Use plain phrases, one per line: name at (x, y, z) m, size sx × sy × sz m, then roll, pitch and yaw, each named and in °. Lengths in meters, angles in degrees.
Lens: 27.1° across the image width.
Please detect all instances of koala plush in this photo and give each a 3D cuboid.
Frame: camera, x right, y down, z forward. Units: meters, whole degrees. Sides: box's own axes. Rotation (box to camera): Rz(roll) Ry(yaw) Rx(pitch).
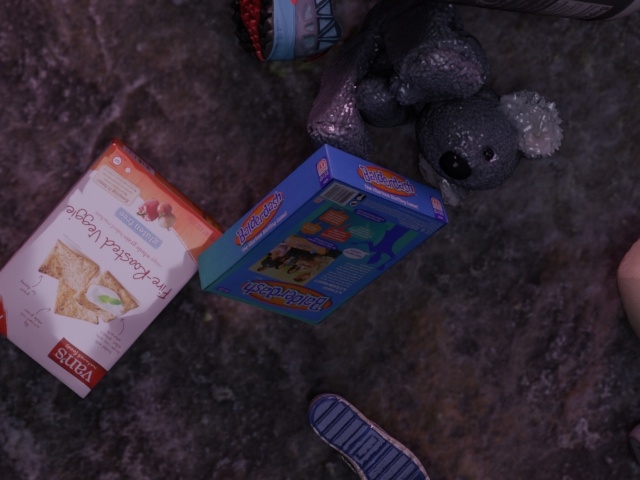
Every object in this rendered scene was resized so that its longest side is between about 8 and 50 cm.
koala plush at (0.130, -0.136, 1.368) m, size 0.221 × 0.203 × 0.196 m, roll 40°, pitch 126°, yaw -23°

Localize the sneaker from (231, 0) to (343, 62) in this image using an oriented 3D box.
sneaker at (-0.024, -0.314, 1.365) m, size 0.125 × 0.104 × 0.262 m, roll -1°, pitch 97°, yaw -33°

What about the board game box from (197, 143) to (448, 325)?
board game box at (0.000, 0.000, 1.354) m, size 0.160 × 0.047 × 0.210 m, roll 20°, pitch 134°, yaw -38°

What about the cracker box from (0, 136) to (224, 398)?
cracker box at (-0.234, 0.029, 1.403) m, size 0.156 × 0.067 × 0.232 m, roll 40°, pitch 94°, yaw -12°

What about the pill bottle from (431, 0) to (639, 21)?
pill bottle at (0.220, -0.318, 1.267) m, size 0.361 × 0.204 × 0.204 m, roll 1°, pitch 101°, yaw -27°

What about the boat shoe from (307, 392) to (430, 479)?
boat shoe at (0.059, 0.235, 1.478) m, size 0.066 × 0.066 × 0.183 m, roll -41°, pitch 97°, yaw 0°

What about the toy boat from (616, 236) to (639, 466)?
toy boat at (0.427, 0.120, 1.477) m, size 0.267 × 0.148 × 0.318 m, roll 15°, pitch 91°, yaw -15°
